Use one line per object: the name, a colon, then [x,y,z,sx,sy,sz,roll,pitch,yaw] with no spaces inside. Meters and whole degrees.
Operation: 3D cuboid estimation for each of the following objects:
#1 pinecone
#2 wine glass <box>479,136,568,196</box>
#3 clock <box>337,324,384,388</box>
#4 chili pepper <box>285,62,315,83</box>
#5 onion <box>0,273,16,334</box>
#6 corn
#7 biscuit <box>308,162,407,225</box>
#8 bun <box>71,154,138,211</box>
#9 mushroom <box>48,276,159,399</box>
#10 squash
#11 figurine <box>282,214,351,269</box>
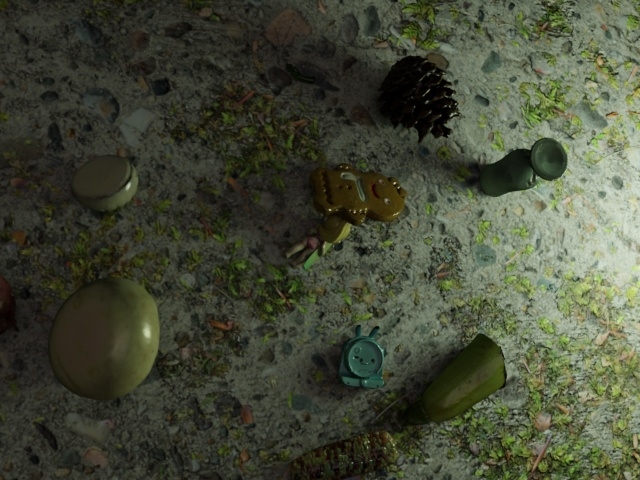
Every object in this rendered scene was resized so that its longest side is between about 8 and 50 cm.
pinecone: [0.239,-0.339,1.458,0.204,0.179,0.184,43,32,-24]
wine glass: [0.483,-0.169,1.467,0.103,0.231,0.103,2,82,-15]
clock: [0.101,0.271,1.424,0.108,0.045,0.147,8,82,-14]
chili pepper: [-0.052,-0.405,1.474,0.083,0.022,0.027,28,112,-10]
onion: [-0.697,0.110,1.209,0.159,0.160,0.195,-12,57,-14]
corn: [0.051,0.496,1.368,0.253,0.086,0.086,-12,87,-12]
biscuit: [0.095,-0.110,1.427,0.248,0.035,0.184,7,50,-19]
bun: [-0.459,-0.111,1.310,0.138,0.094,0.138,-2,51,2]
mushroom: [-0.425,0.205,1.237,0.246,0.202,0.246,-13,62,24]
squash: [0.326,0.364,1.430,0.287,0.137,0.137,-42,94,-11]
figurine: [0.000,0.000,1.419,0.187,0.083,0.083,-32,92,-5]
